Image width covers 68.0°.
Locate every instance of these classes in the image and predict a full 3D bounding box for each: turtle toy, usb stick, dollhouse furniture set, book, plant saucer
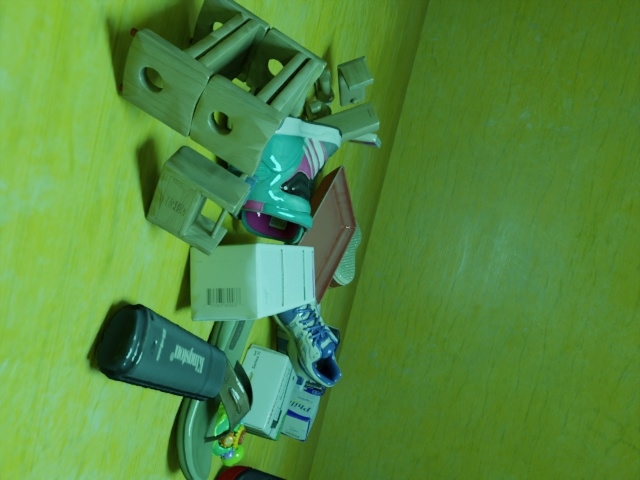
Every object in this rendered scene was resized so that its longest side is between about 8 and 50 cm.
[{"bbox_3d":[-0.166,0.348,0.839,0.095,0.066,0.130,-61,162,-53],"label":"turtle toy"},{"bbox_3d":[-0.172,0.143,0.566,0.278,0.045,0.077,73,30,-66],"label":"usb stick"},{"bbox_3d":[0.047,-0.245,0.941,0.123,0.144,0.151,76,-6,-69],"label":"dollhouse furniture set"},{"bbox_3d":[0.125,-0.299,1.396,0.144,0.096,0.035,-16,120,-78],"label":"book"},{"bbox_3d":[-0.107,-0.109,0.458,0.183,0.129,0.129,-52,-171,43],"label":"dollhouse furniture set"},{"bbox_3d":[0.005,-0.012,1.156,0.259,0.048,0.258,-63,155,-27],"label":"plant saucer"}]

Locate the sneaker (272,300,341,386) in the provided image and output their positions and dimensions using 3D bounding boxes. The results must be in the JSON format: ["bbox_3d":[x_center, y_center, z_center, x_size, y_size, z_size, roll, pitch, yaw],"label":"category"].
[{"bbox_3d":[-0.018,0.191,1.040,0.112,0.131,0.296,-36,125,-33],"label":"sneaker"}]

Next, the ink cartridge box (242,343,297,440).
[{"bbox_3d":[-0.118,0.328,1.005,0.208,0.087,0.153,83,24,-62],"label":"ink cartridge box"}]

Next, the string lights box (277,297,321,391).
[{"bbox_3d":[-0.059,0.271,1.266,0.133,0.077,0.259,-63,163,-46],"label":"string lights box"}]

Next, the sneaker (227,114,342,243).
[{"bbox_3d":[-0.046,-0.089,0.702,0.295,0.124,0.178,-21,120,-68],"label":"sneaker"}]

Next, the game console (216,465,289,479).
[{"bbox_3d":[-0.158,0.692,0.983,0.342,0.060,0.386,47,54,-42],"label":"game console"}]

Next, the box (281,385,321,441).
[{"bbox_3d":[-0.076,0.461,1.299,0.137,0.126,0.072,-50,154,-67],"label":"box"}]

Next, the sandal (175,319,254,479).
[{"bbox_3d":[-0.142,0.223,0.738,0.120,0.086,0.302,69,37,-72],"label":"sandal"}]

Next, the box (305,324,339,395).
[{"bbox_3d":[-0.012,0.396,1.598,0.153,0.108,0.207,80,27,-65],"label":"box"}]

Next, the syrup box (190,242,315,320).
[{"bbox_3d":[-0.084,0.055,0.682,0.237,0.093,0.096,10,77,-74],"label":"syrup box"}]

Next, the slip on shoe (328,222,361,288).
[{"bbox_3d":[0.055,0.020,1.497,0.101,0.123,0.331,-31,-150,33],"label":"slip on shoe"}]
